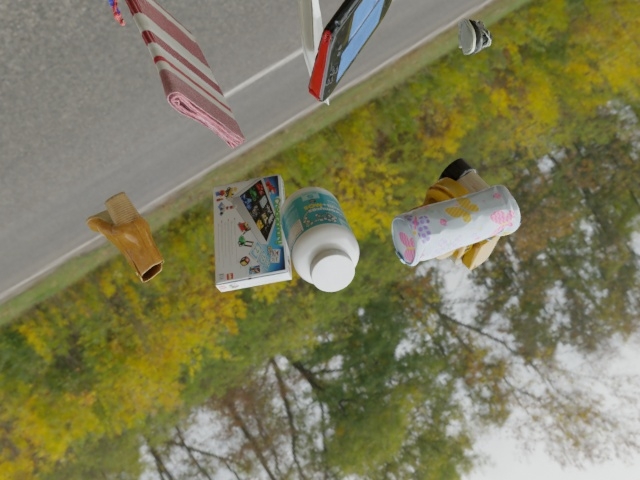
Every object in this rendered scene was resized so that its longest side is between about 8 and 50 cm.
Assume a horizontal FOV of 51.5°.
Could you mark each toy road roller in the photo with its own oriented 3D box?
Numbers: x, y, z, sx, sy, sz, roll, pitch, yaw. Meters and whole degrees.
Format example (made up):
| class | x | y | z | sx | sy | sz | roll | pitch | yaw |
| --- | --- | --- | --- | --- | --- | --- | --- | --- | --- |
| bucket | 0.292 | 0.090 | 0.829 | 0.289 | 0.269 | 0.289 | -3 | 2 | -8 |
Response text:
| class | x | y | z | sx | sy | sz | roll | pitch | yaw |
| --- | --- | --- | --- | --- | --- | --- | --- | --- | --- |
| toy road roller | 0.337 | -0.037 | 1.767 | 0.240 | 0.202 | 0.330 | -32 | 155 | -19 |

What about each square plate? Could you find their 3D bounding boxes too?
| class | x | y | z | sx | sy | sz | roll | pitch | yaw |
| --- | --- | --- | --- | --- | --- | --- | --- | --- | --- |
| square plate | -0.024 | -0.642 | 2.041 | 0.049 | 0.344 | 0.347 | -6 | 165 | 6 |

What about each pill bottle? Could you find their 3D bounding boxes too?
| class | x | y | z | sx | sy | sz | roll | pitch | yaw |
| --- | --- | --- | --- | --- | --- | --- | --- | --- | --- |
| pill bottle | 0.000 | 0.000 | 1.459 | 0.146 | 0.146 | 0.264 | -32 | -146 | 7 |

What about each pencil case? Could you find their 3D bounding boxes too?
| class | x | y | z | sx | sy | sz | roll | pitch | yaw |
| --- | --- | --- | --- | --- | --- | --- | --- | --- | --- |
| pencil case | 0.288 | -0.033 | 1.419 | 0.273 | 0.114 | 0.124 | -16 | 150 | -18 |

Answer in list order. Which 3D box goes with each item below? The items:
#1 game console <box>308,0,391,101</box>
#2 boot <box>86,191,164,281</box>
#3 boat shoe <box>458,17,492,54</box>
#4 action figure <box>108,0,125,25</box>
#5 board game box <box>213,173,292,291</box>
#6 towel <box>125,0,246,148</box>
| class | x | y | z | sx | sy | sz | roll | pitch | yaw |
| --- | --- | --- | --- | --- | --- | --- | --- | --- | --- |
| game console | 0.099 | -0.556 | 1.663 | 0.387 | 0.060 | 0.342 | -58 | 180 | -17 |
| boot | -0.490 | 0.011 | 1.672 | 0.104 | 0.211 | 0.295 | -28 | -178 | -30 |
| boat shoe | 0.378 | -0.497 | 1.608 | 0.079 | 0.084 | 0.233 | 2 | -159 | 8 |
| action figure | -0.510 | -0.583 | 1.632 | 0.030 | 0.115 | 0.038 | -25 | -176 | -13 |
| board game box | -0.184 | -0.025 | 1.758 | 0.192 | 0.306 | 0.053 | -10 | 151 | 7 |
| towel | -0.277 | -0.348 | 1.306 | 0.037 | 0.329 | 0.237 | -33 | 154 | 13 |
